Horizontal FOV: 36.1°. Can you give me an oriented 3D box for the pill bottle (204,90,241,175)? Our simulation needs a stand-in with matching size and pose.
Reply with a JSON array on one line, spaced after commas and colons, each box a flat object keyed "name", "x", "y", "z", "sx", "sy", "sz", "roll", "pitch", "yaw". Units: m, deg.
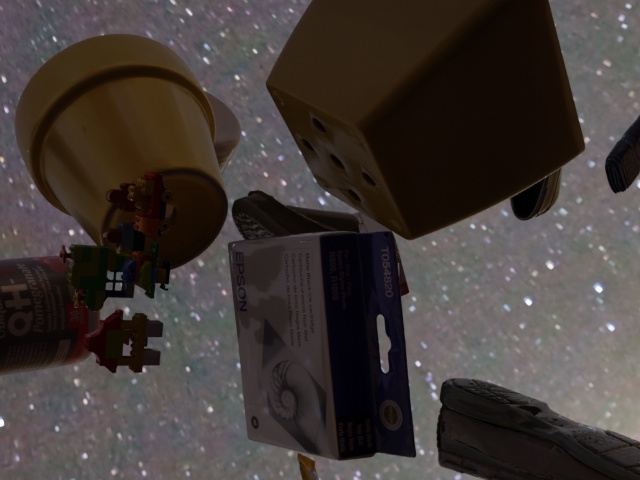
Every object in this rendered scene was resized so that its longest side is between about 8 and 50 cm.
[{"name": "pill bottle", "x": -0.243, "y": -0.103, "z": 1.561, "sx": 0.153, "sy": 0.153, "sz": 0.265, "roll": 8, "pitch": -48, "yaw": -32}]

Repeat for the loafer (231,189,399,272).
[{"name": "loafer", "x": 0.000, "y": 0.000, "z": 1.259, "sx": 0.251, "sy": 0.094, "sz": 0.087, "roll": 32, "pitch": -111, "yaw": -22}]

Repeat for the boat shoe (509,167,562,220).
[{"name": "boat shoe", "x": 0.319, "y": -0.132, "z": 1.446, "sx": 0.081, "sy": 0.079, "sz": 0.228, "roll": -36, "pitch": -47, "yaw": -46}]

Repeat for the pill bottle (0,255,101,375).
[{"name": "pill bottle", "x": -0.506, "y": 0.118, "z": 1.466, "sx": 0.318, "sy": 0.176, "sz": 0.176, "roll": -5, "pitch": -56, "yaw": -42}]

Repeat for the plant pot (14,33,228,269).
[{"name": "plant pot", "x": -0.233, "y": -0.095, "z": 1.248, "sx": 0.254, "sy": 0.239, "sz": 0.254, "roll": -19, "pitch": -43, "yaw": -19}]

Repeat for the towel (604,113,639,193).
[{"name": "towel", "x": 0.448, "y": -0.129, "z": 1.416, "sx": 0.119, "sy": 0.029, "sz": 0.067, "roll": -47, "pitch": -51, "yaw": -23}]

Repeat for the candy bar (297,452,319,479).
[{"name": "candy bar", "x": -0.001, "y": 0.363, "z": 1.342, "sx": 0.018, "sy": 0.161, "sz": 0.040, "roll": -37, "pitch": -47, "yaw": 16}]

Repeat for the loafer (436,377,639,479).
[{"name": "loafer", "x": 0.200, "y": 0.190, "z": 0.799, "sx": 0.096, "sy": 0.267, "sz": 0.084, "roll": 7, "pitch": -81, "yaw": -40}]

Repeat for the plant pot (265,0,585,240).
[{"name": "plant pot", "x": 0.080, "y": -0.129, "z": 0.888, "sx": 0.187, "sy": 0.212, "sz": 0.212, "roll": -42, "pitch": -46, "yaw": -15}]

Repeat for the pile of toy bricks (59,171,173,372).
[{"name": "pile of toy bricks", "x": -0.228, "y": 0.029, "z": 1.060, "sx": 0.105, "sy": 0.118, "sz": 0.212, "roll": 4, "pitch": -85, "yaw": -28}]

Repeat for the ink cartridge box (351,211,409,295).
[{"name": "ink cartridge box", "x": 0.112, "y": 0.026, "z": 1.865, "sx": 0.063, "sy": 0.109, "sz": 0.150, "roll": -20, "pitch": -49, "yaw": -3}]

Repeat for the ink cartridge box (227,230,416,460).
[{"name": "ink cartridge box", "x": -0.007, "y": 0.104, "z": 0.988, "sx": 0.045, "sy": 0.224, "sz": 0.223, "roll": -7, "pitch": -89, "yaw": -40}]
